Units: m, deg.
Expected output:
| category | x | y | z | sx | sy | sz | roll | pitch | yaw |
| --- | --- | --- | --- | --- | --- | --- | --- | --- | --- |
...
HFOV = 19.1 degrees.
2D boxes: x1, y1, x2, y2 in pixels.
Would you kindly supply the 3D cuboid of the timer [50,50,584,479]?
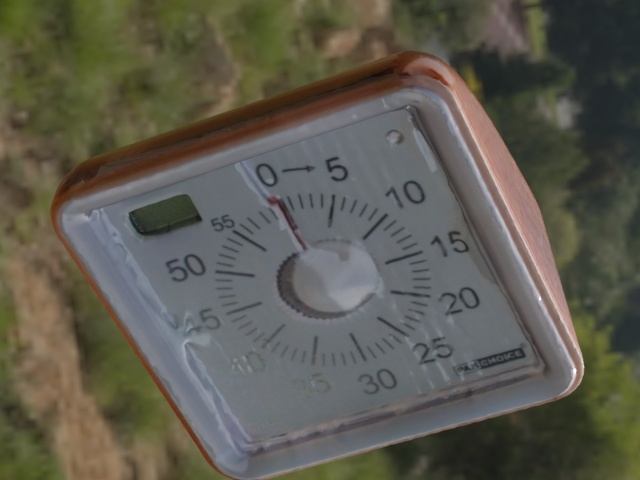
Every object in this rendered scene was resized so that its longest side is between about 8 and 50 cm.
| category | x | y | z | sx | sy | sz | roll | pitch | yaw |
| --- | --- | --- | --- | --- | --- | --- | --- | --- | --- |
| timer | 0.000 | 0.000 | 1.170 | 0.250 | 0.257 | 0.161 | 53 | 27 | -46 |
